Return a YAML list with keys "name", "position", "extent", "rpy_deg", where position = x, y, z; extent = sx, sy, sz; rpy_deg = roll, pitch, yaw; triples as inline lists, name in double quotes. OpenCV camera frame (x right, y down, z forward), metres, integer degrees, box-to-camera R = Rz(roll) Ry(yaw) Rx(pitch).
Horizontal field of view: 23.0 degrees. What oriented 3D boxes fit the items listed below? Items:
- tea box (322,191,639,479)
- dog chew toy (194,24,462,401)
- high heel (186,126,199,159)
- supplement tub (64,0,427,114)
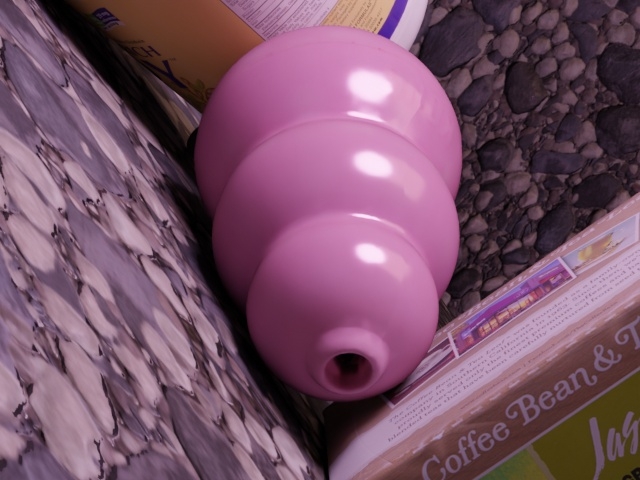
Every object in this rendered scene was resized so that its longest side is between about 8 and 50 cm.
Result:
- name: "tea box"
  position: [0.222, 0.177, 1.072]
  extent: [0.323, 0.329, 0.220]
  rpy_deg: [53, 6, -9]
- name: "dog chew toy"
  position: [0.010, -0.014, 1.141]
  extent: [0.206, 0.207, 0.332]
  rpy_deg: [52, 19, -31]
- name: "high heel"
  position: [0.000, 0.000, 1.448]
  extent: [0.261, 0.093, 0.186]
  rpy_deg: [48, 8, 23]
- name: "supplement tub"
  position: [-0.094, -0.254, 1.299]
  extent: [0.331, 0.241, 0.241]
  rpy_deg: [39, 14, -37]
